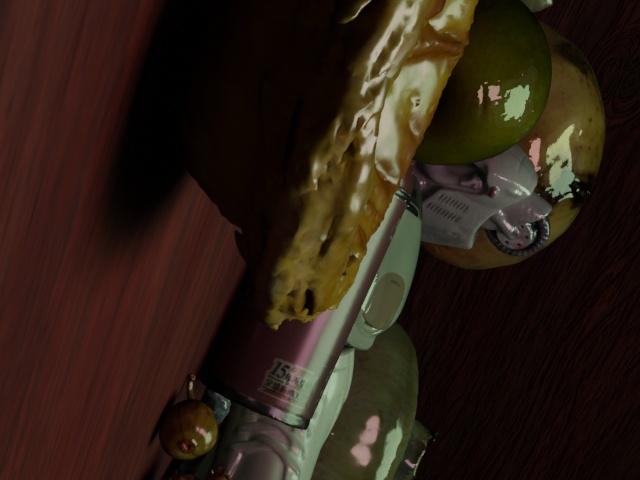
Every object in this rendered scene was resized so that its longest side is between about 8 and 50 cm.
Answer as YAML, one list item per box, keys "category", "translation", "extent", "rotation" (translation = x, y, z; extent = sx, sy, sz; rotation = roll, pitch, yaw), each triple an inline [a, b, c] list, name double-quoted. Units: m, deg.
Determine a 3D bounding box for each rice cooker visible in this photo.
- category: "rice cooker"
  translation: [0.029, 0.012, 1.491]
  extent: [0.145, 0.127, 0.206]
  rotation: [32, 81, -60]

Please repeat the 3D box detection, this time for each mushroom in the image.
- category: "mushroom"
  translation: [0.017, 0.256, 1.913]
  extent: [0.352, 0.260, 0.352]
  rotation: [-156, -90, -88]

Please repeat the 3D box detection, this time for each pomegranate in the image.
- category: "pomegranate"
  translation: [0.197, -0.126, 1.776]
  extent: [0.322, 0.322, 0.322]
  rotation: [25, 90, -86]

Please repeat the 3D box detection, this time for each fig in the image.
- category: "fig"
  translation: [-0.110, 0.147, 1.218]
  extent: [0.083, 0.050, 0.050]
  rotation: [-93, -159, -53]

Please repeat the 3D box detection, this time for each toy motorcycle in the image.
- category: "toy motorcycle"
  translation: [0.132, -0.072, 1.593]
  extent: [0.110, 0.260, 0.171]
  rotation: [-58, 159, -54]

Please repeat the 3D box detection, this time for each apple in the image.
- category: "apple"
  translation: [0.129, -0.164, 1.433]
  extent: [0.157, 0.196, 0.196]
  rotation: [-38, 155, -57]

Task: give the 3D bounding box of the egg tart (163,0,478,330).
- category: "egg tart"
  translation: [0.006, -0.095, 0.713]
  extent: [0.295, 0.116, 0.295]
  rotation: [-63, 174, -11]

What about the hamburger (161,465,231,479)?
- category: "hamburger"
  translation: [-0.127, 0.289, 1.284]
  extent: [0.191, 0.118, 0.182]
  rotation: [-62, 179, -3]

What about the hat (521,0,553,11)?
- category: "hat"
  translation: [0.129, -0.263, 1.520]
  extent: [0.173, 0.166, 0.144]
  rotation: [-41, 149, -2]

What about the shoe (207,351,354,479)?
- category: "shoe"
  translation: [-0.059, 0.224, 1.562]
  extent: [0.160, 0.131, 0.363]
  rotation: [-18, 122, -80]

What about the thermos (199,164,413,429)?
- category: "thermos"
  translation: [0.007, 0.003, 1.359]
  extent: [0.136, 0.109, 0.330]
  rotation: [36, 78, -83]

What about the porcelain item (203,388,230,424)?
- category: "porcelain item"
  translation: [-0.106, 0.165, 1.481]
  extent: [0.083, 0.028, 0.036]
  rotation: [102, -4, -67]

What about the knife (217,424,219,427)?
- category: "knife"
  translation: [-0.094, 0.141, 1.545]
  extent: [0.043, 0.020, 0.293]
  rotation: [-64, 177, -80]

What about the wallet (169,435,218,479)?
- category: "wallet"
  translation: [-0.174, 0.339, 1.526]
  extent: [0.165, 0.042, 0.309]
  rotation: [-63, 176, -51]

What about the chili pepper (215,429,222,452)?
- category: "chili pepper"
  translation: [-0.131, 0.306, 1.775]
  extent: [0.122, 0.065, 0.279]
  rotation: [-49, 167, -25]
